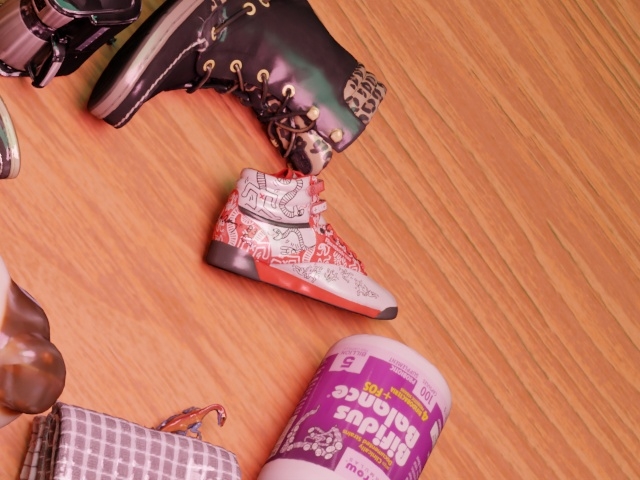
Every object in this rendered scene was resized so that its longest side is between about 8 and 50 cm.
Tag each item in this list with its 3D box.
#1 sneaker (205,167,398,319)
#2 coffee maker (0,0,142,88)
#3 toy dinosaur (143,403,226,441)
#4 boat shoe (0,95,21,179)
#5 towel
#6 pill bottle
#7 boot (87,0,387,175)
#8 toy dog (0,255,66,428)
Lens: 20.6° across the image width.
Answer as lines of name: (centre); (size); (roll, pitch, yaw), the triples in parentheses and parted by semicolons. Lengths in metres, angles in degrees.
sneaker: (0.000, 0.000, 2.161); (0.270, 0.090, 0.145); (19, 88, -26)
coffee maker: (-0.283, -0.272, 2.031); (0.171, 0.178, 0.120); (-36, 96, -39)
toy dinosaur: (-0.148, 0.212, 2.010); (0.082, 0.090, 0.047); (-32, 80, 4)
boat shoe: (-0.408, -0.162, 1.967); (0.073, 0.080, 0.224); (-20, 79, -34)
towel: (-0.212, 0.335, 1.882); (0.235, 0.121, 0.284); (19, 62, -28)
pill bottle: (0.025, 0.269, 2.050); (0.169, 0.169, 0.301); (42, 53, -16)
boot: (-0.091, -0.192, 2.175); (0.284, 0.138, 0.377); (48, 46, -11)
toy dog: (-0.445, 0.128, 1.698); (0.408, 0.284, 0.395); (-19, 97, -39)
